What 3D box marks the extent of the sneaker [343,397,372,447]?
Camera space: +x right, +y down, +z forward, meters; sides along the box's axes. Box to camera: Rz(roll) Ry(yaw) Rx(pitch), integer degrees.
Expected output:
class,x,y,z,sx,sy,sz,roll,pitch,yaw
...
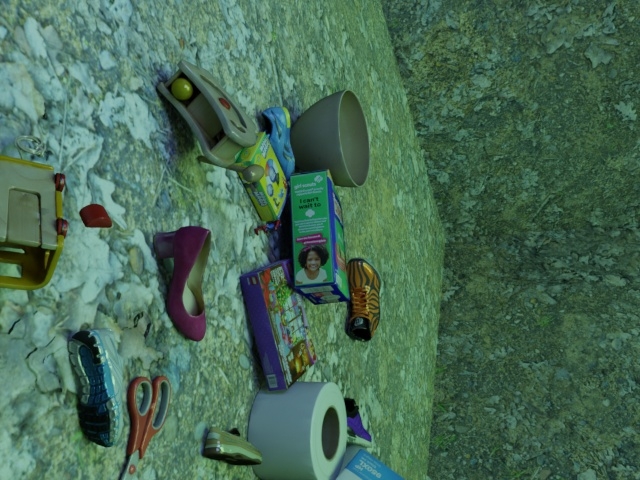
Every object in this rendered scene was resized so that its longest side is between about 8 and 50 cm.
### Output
class,x,y,z,sx,sy,sz,roll,pitch,yaw
sneaker,0.101,0.591,1.876,0.293,0.102,0.146,47,43,-57

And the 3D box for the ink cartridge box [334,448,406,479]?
class,x,y,z,sx,sy,sz,roll,pitch,yaw
ink cartridge box,0.025,0.731,1.348,0.395,0.166,0.286,-26,142,-56

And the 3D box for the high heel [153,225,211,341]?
class,x,y,z,sx,sy,sz,roll,pitch,yaw
high heel,-0.236,0.088,1.118,0.082,0.117,0.244,-41,124,-63

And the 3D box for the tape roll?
class,x,y,z,sx,sy,sz,roll,pitch,yaw
tape roll,-0.050,0.476,1.438,0.246,0.169,0.246,-5,90,-67

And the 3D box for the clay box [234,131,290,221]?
class,x,y,z,sx,sy,sz,roll,pitch,yaw
clay box,-0.150,-0.173,1.467,0.128,0.053,0.222,-73,151,-43

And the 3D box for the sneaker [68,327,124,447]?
class,x,y,z,sx,sy,sz,roll,pitch,yaw
sneaker,-0.337,0.229,0.916,0.083,0.071,0.191,-16,101,-73

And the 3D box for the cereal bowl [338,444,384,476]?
class,x,y,z,sx,sy,sz,roll,pitch,yaw
cereal bowl,0.157,0.775,1.741,0.339,0.141,0.339,157,-90,-87

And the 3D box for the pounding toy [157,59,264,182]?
class,x,y,z,sx,sy,sz,roll,pitch,yaw
pounding toy,-0.229,-0.210,1.162,0.269,0.155,0.154,48,19,-8

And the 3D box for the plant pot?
class,x,y,z,sx,sy,sz,roll,pitch,yaw
plant pot,0.017,-0.290,1.717,0.284,0.190,0.284,-5,90,-67

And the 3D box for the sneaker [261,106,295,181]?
class,x,y,z,sx,sy,sz,roll,pitch,yaw
sneaker,-0.122,-0.256,1.558,0.082,0.069,0.210,-22,120,-33

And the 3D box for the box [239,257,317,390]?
class,x,y,z,sx,sy,sz,roll,pitch,yaw
box,-0.101,0.206,1.467,0.201,0.057,0.294,-24,101,-67

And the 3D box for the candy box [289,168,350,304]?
class,x,y,z,sx,sy,sz,roll,pitch,yaw
candy box,0.000,0.000,1.615,0.268,0.122,0.317,55,28,-72

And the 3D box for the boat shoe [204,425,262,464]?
class,x,y,z,sx,sy,sz,roll,pitch,yaw
boat shoe,-0.184,0.446,1.259,0.190,0.068,0.072,52,28,-54

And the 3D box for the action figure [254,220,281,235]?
class,x,y,z,sx,sy,sz,roll,pitch,yaw
action figure,-0.132,-0.034,1.509,0.030,0.038,0.115,61,26,-2

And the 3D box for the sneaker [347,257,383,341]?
class,x,y,z,sx,sy,sz,roll,pitch,yaw
sneaker,0.153,0.227,2.044,0.180,0.124,0.321,-65,144,-52

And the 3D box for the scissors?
class,x,y,z,sx,sy,sz,roll,pitch,yaw
scissors,-0.316,0.379,0.996,0.109,0.021,0.297,50,40,-58

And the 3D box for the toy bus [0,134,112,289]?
class,x,y,z,sx,sy,sz,roll,pitch,yaw
toy bus,-0.399,-0.029,0.756,0.104,0.191,0.202,-56,174,28
